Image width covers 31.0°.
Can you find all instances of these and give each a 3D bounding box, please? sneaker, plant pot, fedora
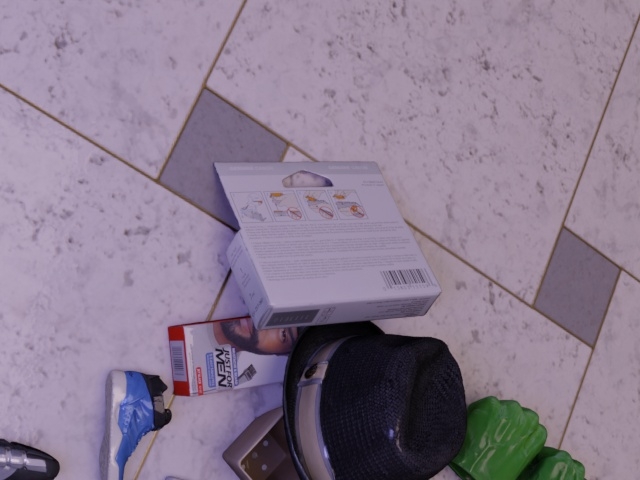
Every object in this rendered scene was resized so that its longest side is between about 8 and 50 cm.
[{"bbox_3d":[-0.226,0.239,1.434,0.084,0.058,0.152,7,77,-23],"label":"sneaker"},{"bbox_3d":[-0.419,0.287,1.306,0.228,0.086,0.132,13,85,-20],"label":"sneaker"},{"bbox_3d":[-0.065,0.286,1.510,0.109,0.096,0.109,-45,111,-26],"label":"plant pot"},{"bbox_3d":[0.098,0.225,1.512,0.334,0.152,0.334,33,45,-41],"label":"fedora"}]

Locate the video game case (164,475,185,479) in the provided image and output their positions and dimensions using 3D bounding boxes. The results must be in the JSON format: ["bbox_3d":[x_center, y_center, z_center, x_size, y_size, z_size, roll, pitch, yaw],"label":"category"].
[{"bbox_3d":[-0.130,0.435,1.502,0.227,0.026,0.206,23,75,-28],"label":"video game case"}]

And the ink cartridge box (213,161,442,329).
[{"bbox_3d":[0.000,0.000,1.568,0.275,0.060,0.239,-2,52,-32],"label":"ink cartridge box"}]

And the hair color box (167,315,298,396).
[{"bbox_3d":[-0.111,0.148,1.516,0.167,0.053,0.093,-6,89,-33],"label":"hair color box"}]

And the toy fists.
[{"bbox_3d":[0.303,0.346,1.740,0.142,0.096,0.279,-49,113,-14],"label":"toy fists"}]
